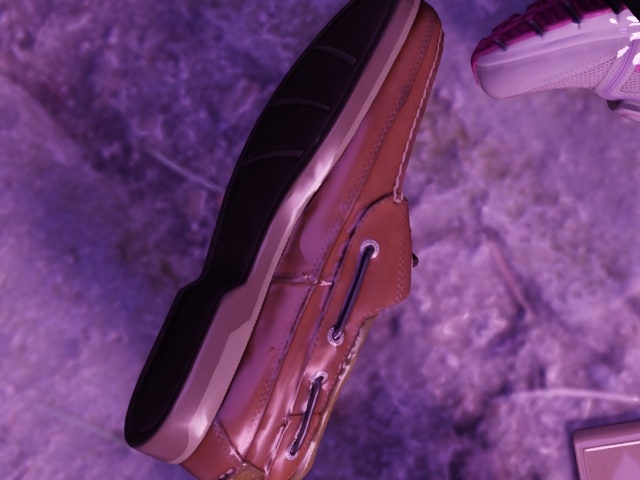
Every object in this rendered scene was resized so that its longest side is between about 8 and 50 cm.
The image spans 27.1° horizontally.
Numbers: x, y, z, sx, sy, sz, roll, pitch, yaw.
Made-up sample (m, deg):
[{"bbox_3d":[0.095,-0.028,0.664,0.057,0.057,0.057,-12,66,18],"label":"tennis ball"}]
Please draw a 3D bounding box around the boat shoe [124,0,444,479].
[{"bbox_3d":[0.000,0.000,0.769,0.104,0.111,0.307,29,89,-22],"label":"boat shoe"}]

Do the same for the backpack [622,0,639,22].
[{"bbox_3d":[0.280,-0.259,0.599,0.355,0.273,0.290,-22,59,-10],"label":"backpack"}]

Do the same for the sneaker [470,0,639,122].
[{"bbox_3d":[0.212,-0.094,0.749,0.252,0.103,0.111,-3,112,16],"label":"sneaker"}]

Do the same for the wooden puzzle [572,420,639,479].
[{"bbox_3d":[0.190,0.145,0.794,0.116,0.014,0.078,-2,85,3],"label":"wooden puzzle"}]
